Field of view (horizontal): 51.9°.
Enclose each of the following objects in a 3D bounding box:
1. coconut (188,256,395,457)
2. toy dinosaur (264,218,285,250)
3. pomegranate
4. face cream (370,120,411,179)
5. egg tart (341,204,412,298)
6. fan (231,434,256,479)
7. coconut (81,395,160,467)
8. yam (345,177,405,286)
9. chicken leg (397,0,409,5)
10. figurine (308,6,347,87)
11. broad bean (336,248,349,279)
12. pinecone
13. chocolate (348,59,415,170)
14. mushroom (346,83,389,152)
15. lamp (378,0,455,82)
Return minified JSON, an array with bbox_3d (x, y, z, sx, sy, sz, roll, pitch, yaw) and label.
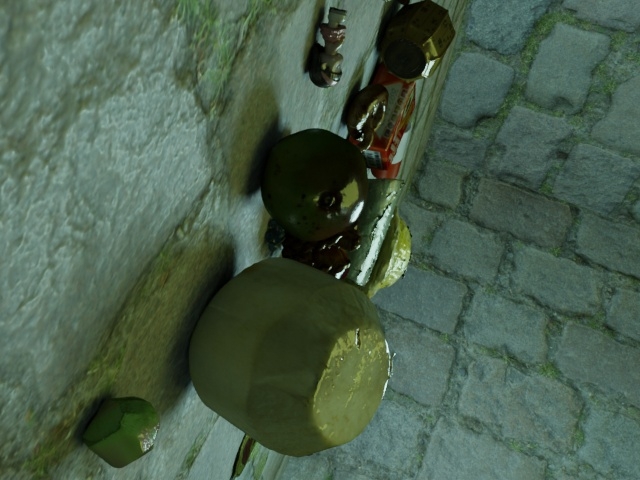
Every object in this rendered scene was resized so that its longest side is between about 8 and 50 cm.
[{"bbox_3d":[-0.056,0.183,1.067,0.323,0.323,0.323,21,90,-80],"label":"coconut"},{"bbox_3d":[-0.078,-0.020,1.216,0.047,0.030,0.083,-49,158,-66],"label":"toy dinosaur"},{"bbox_3d":[-0.017,-0.101,1.059,0.210,0.180,0.180,-120,-141,-53],"label":"pomegranate"},{"bbox_3d":[0.219,-0.291,2.072,0.214,0.096,0.096,98,16,-53],"label":"face cream"},{"bbox_3d":[0.159,0.030,1.943,0.345,0.132,0.345,-39,-138,48],"label":"egg tart"},{"bbox_3d":[-0.211,0.595,1.836,0.229,0.011,0.335,97,16,-56],"label":"fan"},{"bbox_3d":[-0.228,0.223,0.771,0.083,0.081,0.082,-12,-139,45],"label":"coconut"},{"bbox_3d":[0.104,-0.042,1.765,0.168,0.168,0.304,-28,137,-75],"label":"yam"},{"bbox_3d":[0.231,-0.623,1.483,0.085,0.101,0.207,-20,148,-36],"label":"chicken leg"},{"bbox_3d":[0.013,-0.310,1.064,0.072,0.054,0.129,-82,179,-61],"label":"figurine"},{"bbox_3d":[-0.002,0.066,1.491,0.228,0.122,0.156,-41,137,-46],"label":"broad bean"},{"bbox_3d":[-0.003,-0.001,1.289,0.195,0.150,0.179,113,-13,-56],"label":"pinecone"},{"bbox_3d":[0.164,-0.310,1.710,0.237,0.108,0.235,56,57,-80],"label":"chocolate"},{"bbox_3d":[0.098,-0.277,1.502,0.171,0.080,0.135,-67,158,-7],"label":"mushroom"},{"bbox_3d":[0.230,-0.475,1.563,0.161,0.161,0.185,99,16,-51],"label":"lamp"}]
